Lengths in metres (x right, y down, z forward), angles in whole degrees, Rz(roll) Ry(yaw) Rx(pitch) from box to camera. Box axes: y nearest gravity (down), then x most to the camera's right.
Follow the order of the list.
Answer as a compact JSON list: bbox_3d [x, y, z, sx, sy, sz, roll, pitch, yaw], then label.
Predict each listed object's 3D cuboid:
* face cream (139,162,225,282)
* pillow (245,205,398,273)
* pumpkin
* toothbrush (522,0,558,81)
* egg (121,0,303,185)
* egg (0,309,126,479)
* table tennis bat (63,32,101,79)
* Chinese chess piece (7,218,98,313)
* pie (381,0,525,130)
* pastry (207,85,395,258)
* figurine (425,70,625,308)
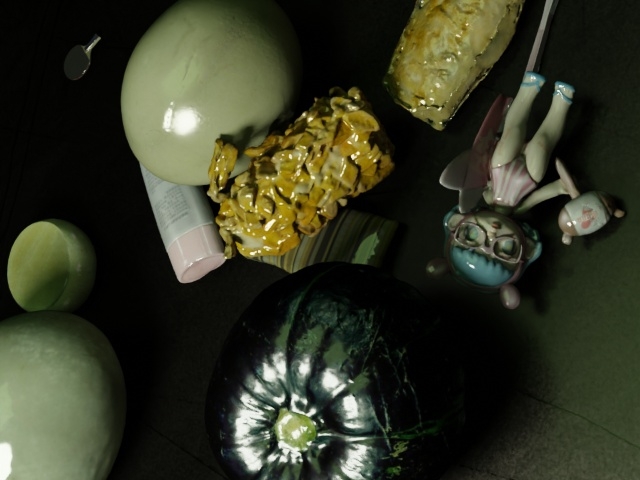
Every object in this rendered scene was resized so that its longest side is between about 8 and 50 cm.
[{"bbox_3d":[-0.188,-0.046,1.794,0.084,0.057,0.198,-33,66,27],"label":"face cream"},{"bbox_3d":[0.000,0.000,1.665,0.203,0.038,0.113,22,89,35],"label":"pillow"},{"bbox_3d":[0.026,0.172,1.504,0.315,0.238,0.315,9,105,35],"label":"pumpkin"},{"bbox_3d":[0.245,-0.203,1.545,0.017,0.014,0.194,20,93,36],"label":"toothbrush"},{"bbox_3d":[-0.137,-0.194,1.686,0.219,0.219,0.269,34,106,34],"label":"egg"},{"bbox_3d":[-0.396,0.258,1.762,0.258,0.258,0.352,27,101,35],"label":"egg"},{"bbox_3d":[-0.355,-0.276,1.981,0.083,0.007,0.050,-47,59,21],"label":"table tennis bat"},{"bbox_3d":[-0.387,0.041,1.917,0.144,0.058,0.144,-7,78,36],"label":"Chinese chess piece"},{"bbox_3d":[0.176,-0.274,1.577,0.128,0.068,0.282,36,98,33],"label":"pie"},{"bbox_3d":[-0.033,-0.080,1.601,0.250,0.154,0.102,-36,37,4],"label":"pastry"},{"bbox_3d":[0.234,-0.054,1.490,0.205,0.103,0.260,20,92,0],"label":"figurine"}]
